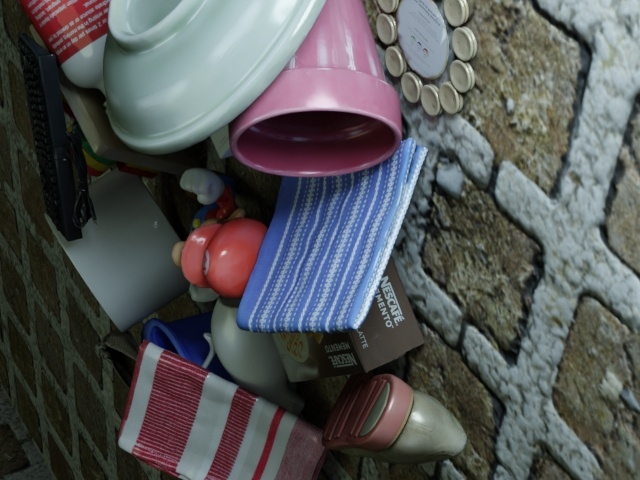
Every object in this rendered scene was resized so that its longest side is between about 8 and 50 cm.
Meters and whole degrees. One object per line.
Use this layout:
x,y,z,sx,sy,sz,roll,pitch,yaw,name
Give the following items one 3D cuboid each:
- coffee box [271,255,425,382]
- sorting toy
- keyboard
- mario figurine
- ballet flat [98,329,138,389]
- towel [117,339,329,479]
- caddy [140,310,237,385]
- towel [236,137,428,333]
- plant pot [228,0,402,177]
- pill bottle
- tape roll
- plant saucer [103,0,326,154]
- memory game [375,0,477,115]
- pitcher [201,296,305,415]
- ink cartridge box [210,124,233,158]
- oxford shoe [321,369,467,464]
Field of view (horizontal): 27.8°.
0.022,0.104,1.734,0.246,0.098,0.141,-18,94,64,coffee box
-0.343,-0.204,2.055,0.089,0.255,0.257,-38,68,21,sorting toy
-0.396,-0.137,1.935,0.201,0.033,0.317,37,140,45,keyboard
-0.171,-0.008,1.874,0.198,0.170,0.320,47,-177,-19,mario figurine
-0.309,0.221,2.145,0.250,0.058,0.084,42,124,49,ballet flat
-0.158,0.311,2.013,0.329,0.037,0.237,26,127,9,towel
-0.199,0.281,2.196,0.341,0.179,0.241,65,153,12,caddy
0.000,0.000,1.614,0.336,0.040,0.243,-8,59,63,towel
-0.010,-0.191,1.493,0.201,0.201,0.180,138,132,-62,plant pot
-0.324,-0.374,1.891,0.407,0.229,0.229,60,155,-7,pill bottle
-0.331,0.011,2.189,0.246,0.169,0.246,56,174,10,tape roll
-0.144,-0.294,1.500,0.400,0.100,0.400,-30,43,33,plant saucer
0.115,-0.227,1.427,0.186,0.012,0.186,42,142,45,memory game
-0.123,0.174,1.990,0.125,0.178,0.207,-78,-19,-62,pitcher
-0.110,-0.240,1.715,0.231,0.134,0.078,66,154,10,ink cartridge box
0.090,0.243,1.682,0.123,0.130,0.348,-64,8,-5,oxford shoe
